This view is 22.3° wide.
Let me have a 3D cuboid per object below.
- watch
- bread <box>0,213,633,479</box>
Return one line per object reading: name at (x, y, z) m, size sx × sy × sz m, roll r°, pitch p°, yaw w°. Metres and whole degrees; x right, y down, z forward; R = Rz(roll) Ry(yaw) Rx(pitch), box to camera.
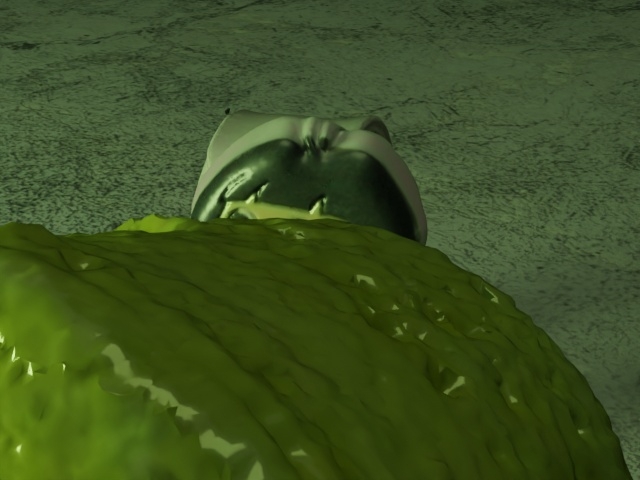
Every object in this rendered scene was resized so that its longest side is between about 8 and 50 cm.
watch at (0.000, 0.000, 1.112) m, size 0.196 × 0.244 × 0.231 m, roll 7°, pitch 28°, yaw 15°
bread at (-0.052, 0.150, 0.588) m, size 0.348 × 0.348 × 0.308 m, roll 16°, pitch 20°, yaw 32°
